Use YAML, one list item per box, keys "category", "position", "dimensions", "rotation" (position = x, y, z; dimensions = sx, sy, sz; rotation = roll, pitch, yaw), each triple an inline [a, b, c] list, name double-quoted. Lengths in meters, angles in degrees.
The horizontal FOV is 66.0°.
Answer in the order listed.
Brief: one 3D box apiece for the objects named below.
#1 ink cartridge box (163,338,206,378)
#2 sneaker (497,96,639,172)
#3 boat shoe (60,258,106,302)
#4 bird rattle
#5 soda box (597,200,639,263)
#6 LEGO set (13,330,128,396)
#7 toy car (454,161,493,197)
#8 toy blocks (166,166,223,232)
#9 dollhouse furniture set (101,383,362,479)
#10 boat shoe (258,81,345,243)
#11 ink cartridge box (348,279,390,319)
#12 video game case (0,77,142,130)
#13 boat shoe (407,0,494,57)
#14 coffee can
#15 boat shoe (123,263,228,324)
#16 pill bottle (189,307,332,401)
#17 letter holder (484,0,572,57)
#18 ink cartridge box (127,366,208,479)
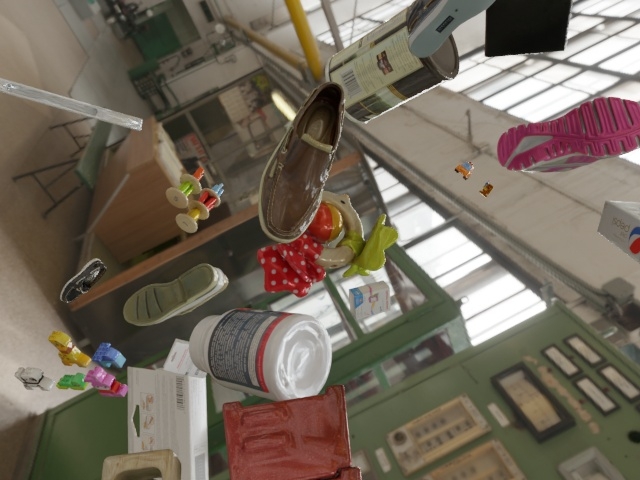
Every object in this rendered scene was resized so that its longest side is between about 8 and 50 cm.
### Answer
- category: "ink cartridge box"
  position: [-0.213, 0.186, 0.782]
  dimensions: [0.028, 0.048, 0.083]
  rotation: [14, -12, 41]
- category: "sneaker"
  position: [0.458, -0.181, 0.882]
  dimensions: [0.111, 0.252, 0.102]
  rotation: [3, 84, -51]
- category: "boat shoe"
  position: [-0.552, 0.100, 1.152]
  dimensions: [0.038, 0.125, 0.046]
  rotation: [36, -13, 24]
- category: "bird rattle"
  position: [0.000, 0.000, 0.919]
  dimensions: [0.143, 0.254, 0.206]
  rotation: [111, -34, -56]
- category: "soda box"
  position: [0.574, -0.008, 0.863]
  dimensions: [0.216, 0.074, 0.069]
  rotation: [-75, 169, -70]
- category: "LEGO set"
  position: [-0.458, 0.220, 0.906]
  dimensions: [0.087, 0.228, 0.093]
  rotation: [-74, 154, -45]
- category: "toy car"
  position: [0.368, -0.146, 1.159]
  dimensions: [0.060, 0.040, 0.122]
  rotation: [19, 26, -53]
- category: "toy blocks"
  position: [-0.271, -0.108, 1.103]
  dimensions: [0.148, 0.054, 0.123]
  rotation: [-60, 152, -43]
- category: "dollhouse furniture set"
  position: [-0.143, 0.273, 0.478]
  dimensions: [0.201, 0.375, 0.152]
  rotation: [89, -7, -52]
- category: "boat shoe"
  position: [-0.025, -0.124, 0.724]
  dimensions: [0.095, 0.095, 0.257]
  rotation: [139, -32, -68]
- category: "ink cartridge box"
  position: [0.156, 0.186, 1.547]
  dimensions: [0.052, 0.123, 0.088]
  rotation: [-133, -147, -59]
- category: "video game case"
  position: [-0.484, -0.258, 0.915]
  dimensions: [0.204, 0.285, 0.025]
  rotation: [31, -73, 64]
- category: "boat shoe"
  position: [0.207, -0.385, 0.789]
  dimensions: [0.065, 0.183, 0.083]
  rotation: [20, 53, -33]
- category: "coffee can"
  position: [0.178, -0.441, 1.243]
  dimensions: [0.202, 0.276, 0.201]
  rotation: [19, 63, -43]
- category: "boat shoe"
  position: [-0.394, 0.162, 1.357]
  dimensions: [0.103, 0.303, 0.113]
  rotation: [40, 31, -63]
- category: "pill bottle"
  position: [-0.085, 0.142, 0.634]
  dimensions: [0.180, 0.108, 0.107]
  rotation: [-2, -57, 41]
- category: "letter holder"
  position: [0.398, -0.547, 0.943]
  dimensions: [0.301, 0.152, 0.214]
  rotation: [73, 26, -44]
- category: "ink cartridge box"
  position: [-0.411, 0.487, 1.316]
  dimensions: [0.066, 0.261, 0.296]
  rotation: [3, 83, -54]
